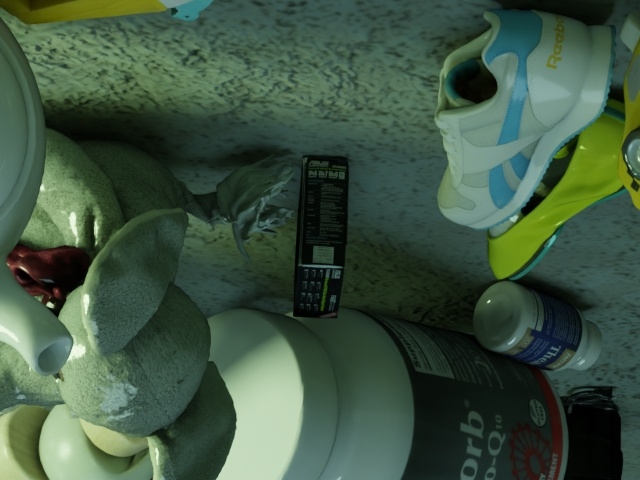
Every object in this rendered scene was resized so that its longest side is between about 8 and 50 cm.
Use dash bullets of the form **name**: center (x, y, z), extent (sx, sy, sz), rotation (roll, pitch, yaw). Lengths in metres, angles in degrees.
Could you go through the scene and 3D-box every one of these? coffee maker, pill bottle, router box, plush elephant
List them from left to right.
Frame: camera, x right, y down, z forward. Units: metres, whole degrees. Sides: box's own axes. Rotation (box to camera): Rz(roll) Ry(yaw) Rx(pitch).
- **plush elephant**: center (-0.174, 0.056, 1.251), extent (0.330, 0.255, 0.272), rotation (-12, 123, 7)
- **router box**: center (0.000, 0.000, 1.367), extent (0.038, 0.092, 0.122), rotation (2, 158, -2)
- **pill bottle**: center (0.042, 0.170, 1.532), extent (0.210, 0.210, 0.363), rotation (-17, 159, 39)
- **pill bottle**: center (0.203, 0.083, 1.586), extent (0.120, 0.067, 0.067), rotation (20, 151, -38)
- **coffee maker**: center (0.275, 0.272, 1.893), extent (0.120, 0.178, 0.171), rotation (-3, 157, 9)

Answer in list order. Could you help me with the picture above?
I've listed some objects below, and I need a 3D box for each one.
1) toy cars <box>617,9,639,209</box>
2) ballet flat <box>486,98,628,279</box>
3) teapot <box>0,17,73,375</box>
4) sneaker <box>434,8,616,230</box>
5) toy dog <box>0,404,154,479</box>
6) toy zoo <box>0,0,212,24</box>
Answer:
- **toy cars**: center (0.271, -0.079, 1.152), extent (0.176, 0.087, 0.393), rotation (-41, 150, 3)
- **ballet flat**: center (0.170, -0.044, 1.293), extent (0.077, 0.077, 0.231), rotation (30, 148, -10)
- **teapot**: center (-0.261, -0.070, 1.010), extent (0.256, 0.252, 0.187), rotation (20, 165, -33)
- **sneaker**: center (0.118, -0.086, 1.175), extent (0.092, 0.087, 0.229), rotation (14, 149, -10)
- **toy dog**: center (-0.143, 0.196, 1.613), extent (0.333, 0.161, 0.220), rotation (-14, 169, -36)
- **toy zoo**: center (-0.146, -0.197, 0.978), extent (0.192, 0.030, 0.293), rotation (-8, 156, 24)
